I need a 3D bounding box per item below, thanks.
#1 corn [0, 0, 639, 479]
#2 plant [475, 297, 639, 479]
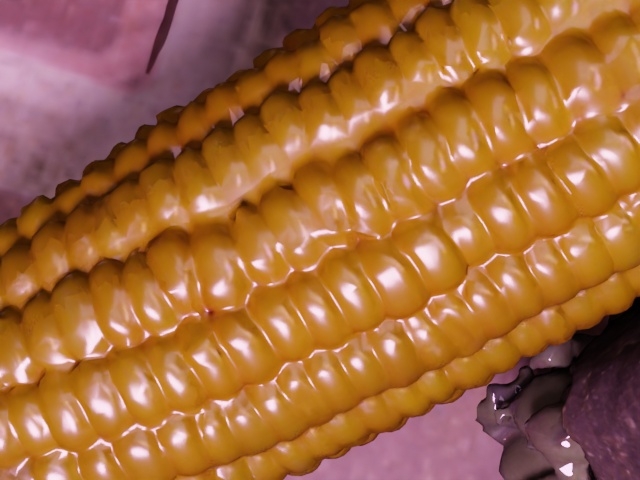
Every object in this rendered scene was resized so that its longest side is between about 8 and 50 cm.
[{"bbox_3d":[0.000,0.000,0.377,0.363,0.120,0.120,-28,78,5],"label":"corn"},{"bbox_3d":[0.109,0.055,0.385,0.094,0.143,0.092,45,59,1],"label":"plant"}]
